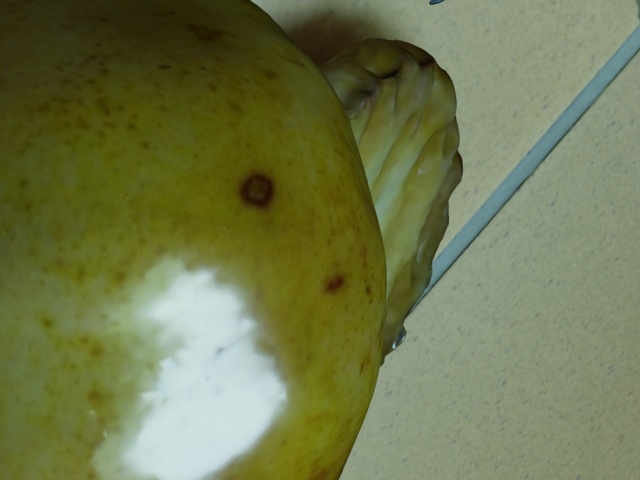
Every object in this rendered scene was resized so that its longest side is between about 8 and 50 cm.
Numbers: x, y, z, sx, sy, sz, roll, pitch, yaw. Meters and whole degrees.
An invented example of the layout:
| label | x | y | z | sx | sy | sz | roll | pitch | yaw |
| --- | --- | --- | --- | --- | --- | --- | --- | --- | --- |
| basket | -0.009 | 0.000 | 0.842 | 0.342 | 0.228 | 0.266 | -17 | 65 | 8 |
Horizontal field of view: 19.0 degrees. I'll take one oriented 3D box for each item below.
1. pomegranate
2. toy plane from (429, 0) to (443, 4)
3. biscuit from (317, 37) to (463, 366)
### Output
| label | x | y | z | sx | sy | sz | roll | pitch | yaw |
| --- | --- | --- | --- | --- | --- | --- | --- | --- | --- |
| pomegranate | -0.162 | 0.028 | 1.112 | 0.417 | 0.416 | 0.416 | -27 | 135 | -31 |
| toy plane | 0.105 | -0.245 | 1.449 | 0.197 | 0.053 | 0.078 | -38 | 131 | -15 |
| biscuit | 0.000 | 0.000 | 1.432 | 0.326 | 0.107 | 0.326 | -51 | 153 | -40 |
